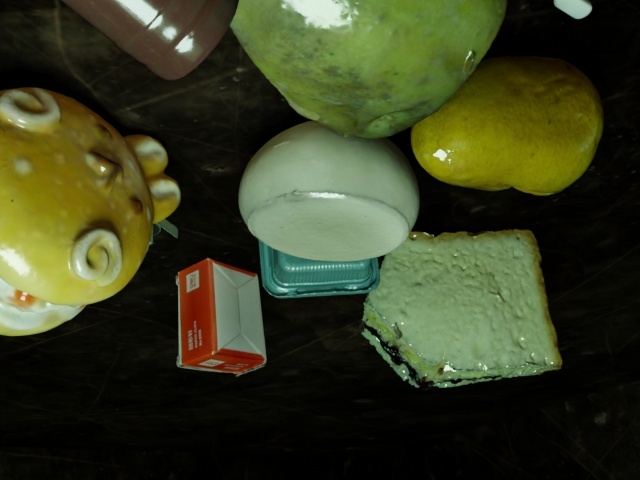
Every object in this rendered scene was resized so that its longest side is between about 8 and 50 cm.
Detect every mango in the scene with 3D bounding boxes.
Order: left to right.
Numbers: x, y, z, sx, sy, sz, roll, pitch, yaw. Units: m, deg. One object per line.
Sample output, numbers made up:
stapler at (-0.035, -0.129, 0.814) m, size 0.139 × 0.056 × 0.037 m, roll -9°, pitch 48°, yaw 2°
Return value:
mango at (0.208, -0.128, 0.821) m, size 0.262 × 0.167 × 0.130 m, roll -5°, pitch 164°, yaw -30°

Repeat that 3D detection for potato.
potato at (-0.001, -0.202, 0.702) m, size 0.255 × 0.112 × 0.269 m, roll 19°, pitch 150°, yaw -35°

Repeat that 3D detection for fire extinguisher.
fire extinguisher at (-0.227, -0.255, 0.536) m, size 0.138 × 0.102 × 0.344 m, roll -10°, pitch 144°, yaw 45°

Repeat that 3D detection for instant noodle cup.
instant noodle cup at (0.000, 0.000, 1.075) m, size 0.179 × 0.157 × 0.070 m, roll -3°, pitch 156°, yaw -10°

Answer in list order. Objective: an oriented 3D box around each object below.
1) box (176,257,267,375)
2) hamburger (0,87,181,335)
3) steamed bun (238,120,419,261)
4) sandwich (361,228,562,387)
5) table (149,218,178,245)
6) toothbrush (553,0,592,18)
box at (-0.179, 0.140, 1.298) m, size 0.099 × 0.182 × 0.133 m, roll -25°, pitch 152°, yaw 34°
hamburger at (-0.298, -0.039, 0.832) m, size 0.186 × 0.260 × 0.303 m, roll -24°, pitch 168°, yaw 23°
steamed bun at (0.013, -0.073, 0.942) m, size 0.232 × 0.145 × 0.232 m, roll 4°, pitch 157°, yaw 2°
sandwich at (0.229, 0.117, 1.254) m, size 0.326 × 0.262 × 0.131 m, roll -3°, pitch 156°, yaw -8°
table at (-0.321, -0.009, 1.094) m, size 0.146 × 0.062 × 0.175 m, roll -15°, pitch 150°, yaw 18°
toothbrush at (0.145, -0.280, 0.676) m, size 0.342 × 0.030 × 0.025 m, roll 13°, pitch 148°, yaw -35°
